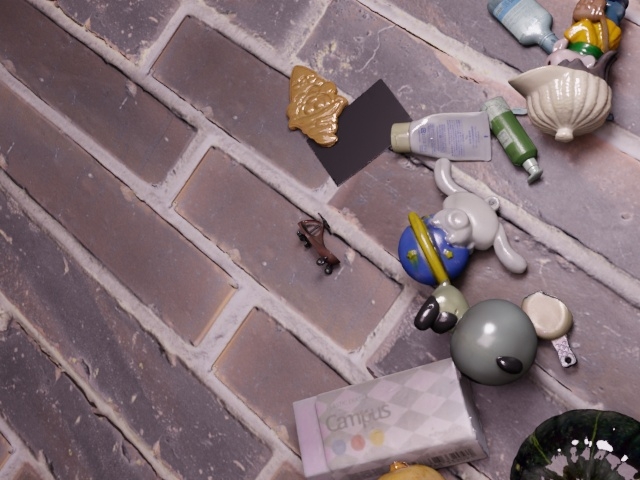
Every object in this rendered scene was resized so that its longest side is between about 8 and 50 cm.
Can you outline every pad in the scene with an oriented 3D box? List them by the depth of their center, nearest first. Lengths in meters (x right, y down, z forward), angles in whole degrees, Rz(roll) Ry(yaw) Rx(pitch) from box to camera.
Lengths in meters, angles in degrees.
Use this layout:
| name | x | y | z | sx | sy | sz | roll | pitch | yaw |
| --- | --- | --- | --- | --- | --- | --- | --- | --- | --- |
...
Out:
| name | x | y | z | sx | sy | sz | roll | pitch | yaw |
| --- | --- | --- | --- | --- | --- | --- | --- | --- | --- |
| pad | 0.095 | -0.262 | 2.068 | 0.243 | 0.004 | 0.164 | -38 | 65 | 13 |

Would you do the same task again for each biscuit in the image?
| name | x | y | z | sx | sy | sz | roll | pitch | yaw |
| --- | --- | --- | --- | --- | --- | --- | --- | --- | --- |
| biscuit | -0.019 | -0.342 | 2.125 | 0.162 | 0.035 | 0.250 | -29 | 64 | 12 |

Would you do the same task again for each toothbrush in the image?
| name | x | y | z | sx | sy | sz | roll | pitch | yaw |
| --- | --- | --- | --- | --- | --- | --- | --- | --- | --- |
| toothbrush | 0.528 | -0.277 | 1.861 | 0.219 | 0.019 | 0.016 | 8 | 116 | 26 |

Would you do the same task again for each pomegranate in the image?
| name | x | y | z | sx | sy | sz | roll | pitch | yaw |
| --- | --- | --- | --- | --- | --- | --- | --- | --- | --- |
| pomegranate | 0.185 | 0.549 | 1.740 | 0.191 | 0.191 | 0.191 | -6 | 75 | 24 |

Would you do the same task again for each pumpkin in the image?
| name | x | y | z | sx | sy | sz | roll | pitch | yaw |
| --- | --- | --- | --- | --- | --- | --- | --- | --- | --- |
| pumpkin | 0.510 | 0.471 | 1.565 | 0.323 | 0.241 | 0.323 | -6 | 74 | 22 |

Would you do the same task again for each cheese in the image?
| name | x | y | z | sx | sy | sz | roll | pitch | yaw |
| --- | --- | --- | --- | --- | --- | --- | --- | --- | --- |
| cheese | 0.485 | 0.176 | 1.757 | 0.092 | 0.047 | 0.171 | -46 | 63 | 12 |

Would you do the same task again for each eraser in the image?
| name | x | y | z | sx | sy | sz | roll | pitch | yaw |
| --- | --- | --- | --- | --- | --- | --- | --- | --- | --- |
| eraser | 0.143 | 0.407 | 1.842 | 0.397 | 0.082 | 0.213 | -20 | 69 | 20 |

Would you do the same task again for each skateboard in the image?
| name | x | y | z | sx | sy | sz | roll | pitch | yaw |
| --- | --- | --- | --- | --- | --- | --- | --- | --- | --- |
| skateboard | 0.000 | 0.000 | 2.023 | 0.080 | 0.067 | 0.151 | -38 | 61 | 2 |

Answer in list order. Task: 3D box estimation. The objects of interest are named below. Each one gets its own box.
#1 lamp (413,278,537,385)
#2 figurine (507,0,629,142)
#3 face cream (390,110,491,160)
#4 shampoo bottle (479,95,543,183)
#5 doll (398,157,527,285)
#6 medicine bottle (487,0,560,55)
| name | x | y | z | sx | sy | sz | roll | pitch | yaw |
| --- | --- | --- | --- | --- | --- | --- | --- | --- | --- |
| lamp | 0.322 | 0.190 | 1.733 | 0.244 | 0.198 | 0.198 | 30 | 91 | 19 |
| figurine | 0.554 | -0.361 | 1.775 | 0.204 | 0.185 | 0.332 | 40 | 78 | 15 |
| face cream | 0.277 | -0.235 | 1.941 | 0.224 | 0.070 | 0.114 | 0 | 113 | 23 |
| shampoo bottle | 0.425 | -0.221 | 1.874 | 0.065 | 0.065 | 0.204 | -33 | 66 | 15 |
| doll | 0.269 | -0.038 | 1.846 | 0.242 | 0.159 | 0.311 | -27 | 66 | 18 |
| medicine bottle | 0.470 | -0.492 | 1.919 | 0.090 | 0.054 | 0.208 | -41 | 66 | 10 |
